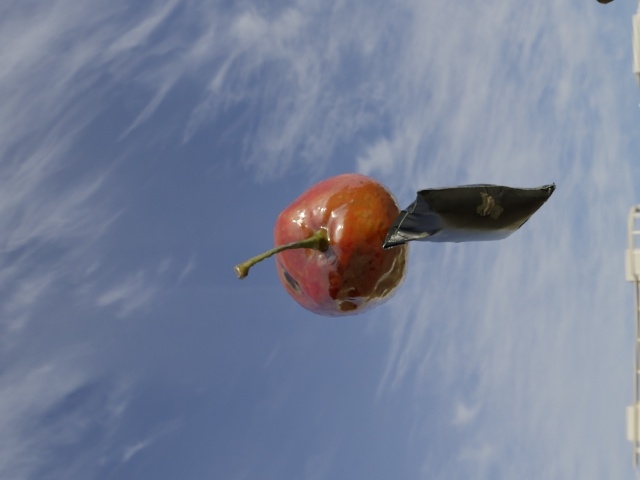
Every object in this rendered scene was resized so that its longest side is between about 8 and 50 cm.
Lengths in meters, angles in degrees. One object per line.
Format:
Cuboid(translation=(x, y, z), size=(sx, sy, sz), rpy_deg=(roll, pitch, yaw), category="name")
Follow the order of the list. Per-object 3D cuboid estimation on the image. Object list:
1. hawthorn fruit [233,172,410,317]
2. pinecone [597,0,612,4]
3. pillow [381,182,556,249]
Cuboid(translation=(0.000, 0.000, 0.675), size=(0.285, 0.165, 0.165), rpy_deg=(17, -107, -68), category="hawthorn fruit")
Cuboid(translation=(0.139, -0.150, 0.246), size=(0.140, 0.120, 0.140), rpy_deg=(-21, -40, -19), category="pinecone")
Cuboid(translation=(0.137, -0.024, 0.636), size=(0.150, 0.090, 0.048), rpy_deg=(-3, -103, -22), category="pillow")
